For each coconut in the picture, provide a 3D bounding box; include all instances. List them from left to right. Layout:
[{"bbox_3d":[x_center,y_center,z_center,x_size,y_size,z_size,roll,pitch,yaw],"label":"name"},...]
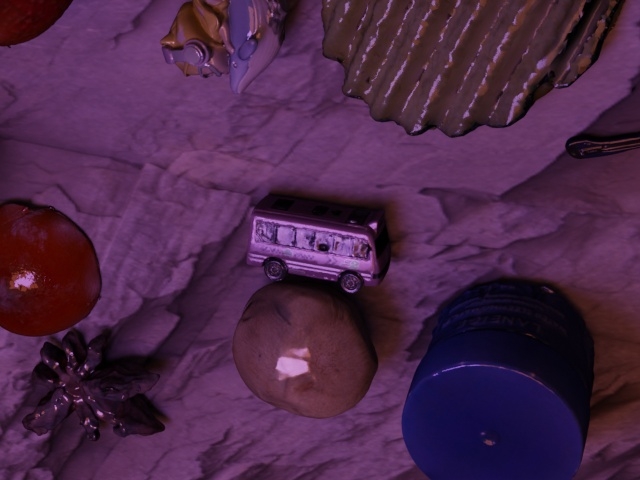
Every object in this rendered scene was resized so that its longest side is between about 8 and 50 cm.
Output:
[{"bbox_3d":[-0.025,0.154,1.774,0.224,0.224,0.224,6,118,11],"label":"coconut"}]

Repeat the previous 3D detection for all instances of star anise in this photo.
[{"bbox_3d":[-0.368,0.245,1.952,0.258,0.110,0.198,5,118,19],"label":"star anise"}]

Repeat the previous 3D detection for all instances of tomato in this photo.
[{"bbox_3d":[-0.447,0.060,1.876,0.199,0.112,0.228,-22,113,21],"label":"tomato"}]

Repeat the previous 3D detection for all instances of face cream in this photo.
[{"bbox_3d":[0.254,0.209,1.708,0.249,0.225,0.249,7,121,13],"label":"face cream"}]

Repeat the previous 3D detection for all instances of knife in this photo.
[{"bbox_3d":[0.385,-0.129,1.616,0.121,0.018,0.031,-9,116,16],"label":"knife"}]

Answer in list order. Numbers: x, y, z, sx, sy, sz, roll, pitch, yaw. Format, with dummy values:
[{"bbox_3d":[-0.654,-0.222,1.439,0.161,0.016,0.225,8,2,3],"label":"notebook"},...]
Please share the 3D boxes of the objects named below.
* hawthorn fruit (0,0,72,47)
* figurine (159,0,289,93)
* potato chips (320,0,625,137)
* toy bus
[{"bbox_3d":[-0.397,-0.423,1.527,0.285,0.284,0.369,42,110,-9],"label":"hawthorn fruit"},{"bbox_3d":[-0.129,-0.294,1.604,0.184,0.128,0.208,-9,106,21],"label":"figurine"},{"bbox_3d":[0.192,-0.313,1.544,0.359,0.070,0.429,29,119,1],"label":"potato chips"},{"bbox_3d":[0.000,0.000,1.738,0.199,0.096,0.108,9,114,13],"label":"toy bus"}]
